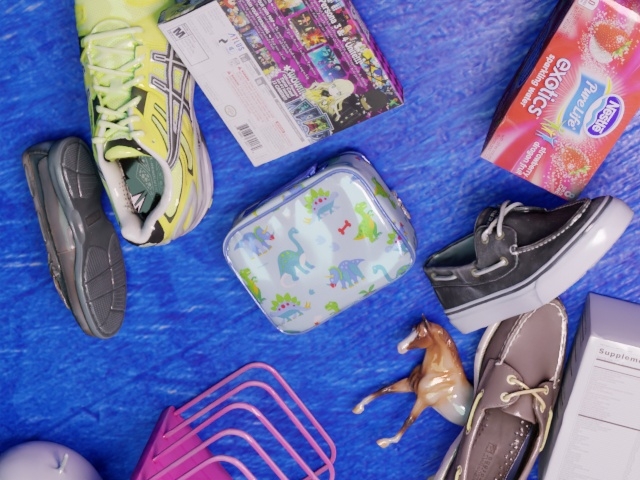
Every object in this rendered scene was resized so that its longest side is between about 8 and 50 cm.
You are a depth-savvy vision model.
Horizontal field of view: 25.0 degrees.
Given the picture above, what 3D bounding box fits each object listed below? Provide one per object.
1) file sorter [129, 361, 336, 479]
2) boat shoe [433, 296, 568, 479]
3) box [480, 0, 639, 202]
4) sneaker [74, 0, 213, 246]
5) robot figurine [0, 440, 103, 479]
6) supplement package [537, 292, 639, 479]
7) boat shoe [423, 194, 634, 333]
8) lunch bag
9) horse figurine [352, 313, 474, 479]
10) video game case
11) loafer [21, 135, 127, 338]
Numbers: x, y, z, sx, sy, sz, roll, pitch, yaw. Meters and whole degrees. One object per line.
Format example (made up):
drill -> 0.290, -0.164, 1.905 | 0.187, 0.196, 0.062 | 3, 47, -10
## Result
file sorter -> -0.103, 0.312, 1.834 | 0.182, 0.290, 0.202 | -34, 103, 17
boat shoe -> 0.236, 0.214, 1.790 | 0.117, 0.097, 0.324 | 22, 92, -14
box -> 0.298, -0.186, 1.626 | 0.128, 0.122, 0.257 | 27, 129, -3
sneaker -> -0.216, -0.174, 1.735 | 0.145, 0.147, 0.384 | -10, 108, 15
robot figurine -> -0.427, 0.405, 1.969 | 0.353, 0.199, 0.300 | -35, 139, 20
supplement package -> 0.367, 0.211, 1.797 | 0.139, 0.134, 0.244 | 15, 113, 3
boat shoe -> 0.224, 0.014, 1.691 | 0.119, 0.121, 0.335 | 47, 142, -4
lunch bag -> 0.000, 0.000, 1.799 | 0.219, 0.090, 0.176 | -31, 104, 19
horse figurine -> 0.170, 0.233, 1.873 | 0.263, 0.066, 0.174 | 43, 105, -6
video game case -> -0.044, -0.216, 1.707 | 0.210, 0.042, 0.232 | -22, 125, 20
loafer -> -0.319, -0.003, 1.862 | 0.084, 0.096, 0.267 | -2, 105, 31
